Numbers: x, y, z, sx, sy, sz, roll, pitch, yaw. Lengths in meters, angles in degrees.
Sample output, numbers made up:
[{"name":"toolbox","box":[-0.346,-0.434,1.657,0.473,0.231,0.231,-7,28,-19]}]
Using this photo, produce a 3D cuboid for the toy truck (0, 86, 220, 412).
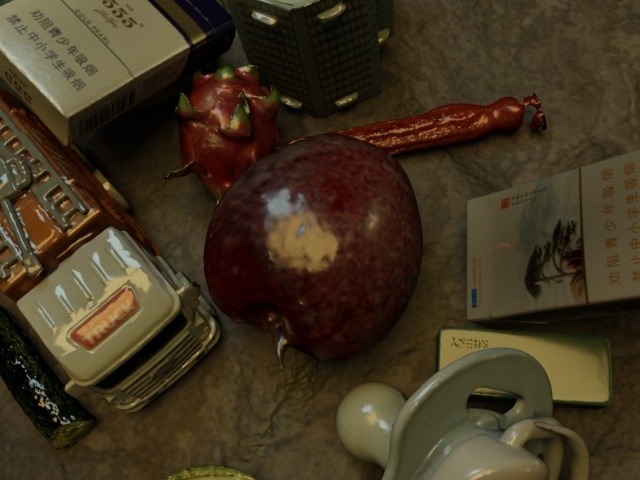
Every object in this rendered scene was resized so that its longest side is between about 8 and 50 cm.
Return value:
[{"name":"toy truck","box":[-0.297,0.002,0.819,0.173,0.207,0.387,-42,71,-8]}]

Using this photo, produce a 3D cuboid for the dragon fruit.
[{"name":"dragon fruit","box":[-0.118,-0.103,0.881,0.137,0.135,0.235,8,89,4]}]

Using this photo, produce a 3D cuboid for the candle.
[{"name":"candle","box":[0.113,-0.135,0.902,0.330,0.048,0.051,-10,28,4]}]

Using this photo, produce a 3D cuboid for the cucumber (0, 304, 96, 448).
[{"name":"cucumber","box":[-0.350,0.153,0.855,0.058,0.052,0.214,-34,68,-27]}]

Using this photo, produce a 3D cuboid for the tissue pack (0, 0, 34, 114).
[{"name":"tissue pack","box":[-0.467,-0.188,0.927,0.257,0.185,0.081,-42,31,-8]}]

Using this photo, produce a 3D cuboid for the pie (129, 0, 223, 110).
[{"name":"pie","box":[-0.233,-0.299,0.982,0.201,0.090,0.247,0,73,5]}]

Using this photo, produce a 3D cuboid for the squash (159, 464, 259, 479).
[{"name":"squash","box":[-0.115,0.354,0.741,0.220,0.133,0.220,2,59,-4]}]

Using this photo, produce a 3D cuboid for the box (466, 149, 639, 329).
[{"name":"box","box":[0.263,0.006,0.753,0.233,0.067,0.149,-16,61,46]}]

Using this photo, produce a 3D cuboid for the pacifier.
[{"name":"pacifier","box":[0.107,0.223,0.720,0.233,0.244,0.299,33,101,47]}]

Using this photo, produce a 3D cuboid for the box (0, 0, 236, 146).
[{"name":"box","box":[-0.248,-0.244,0.856,0.168,0.071,0.259,46,59,7]}]

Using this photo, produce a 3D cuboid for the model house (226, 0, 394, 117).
[{"name":"model house","box":[-0.010,-0.300,0.882,0.199,0.224,0.215,-3,69,6]}]

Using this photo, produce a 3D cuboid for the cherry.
[{"name":"cherry","box":[0.000,0.000,0.789,0.230,0.203,0.300,23,61,16]}]

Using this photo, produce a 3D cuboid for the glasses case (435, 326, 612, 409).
[{"name":"glasses case","box":[0.220,0.141,0.792,0.184,0.039,0.077,2,71,8]}]
